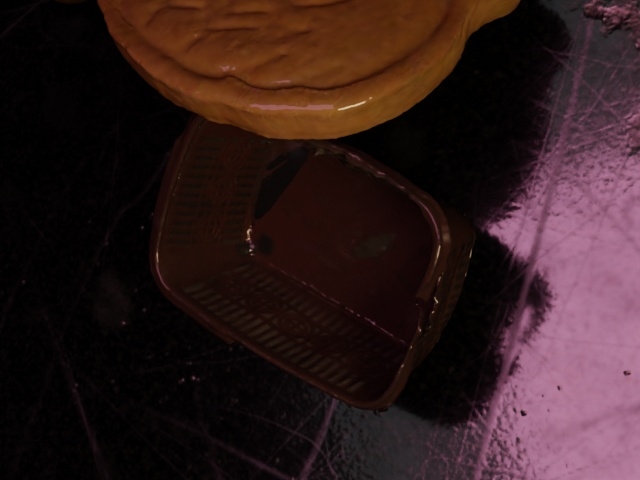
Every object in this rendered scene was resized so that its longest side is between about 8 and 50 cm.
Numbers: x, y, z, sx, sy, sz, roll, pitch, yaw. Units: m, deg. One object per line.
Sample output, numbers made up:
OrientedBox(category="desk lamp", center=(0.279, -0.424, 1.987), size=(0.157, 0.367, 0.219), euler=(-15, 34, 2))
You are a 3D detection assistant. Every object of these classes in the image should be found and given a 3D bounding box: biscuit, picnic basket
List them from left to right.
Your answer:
OrientedBox(category="biscuit", center=(-0.018, -0.245, 1.129), size=(0.365, 0.062, 0.385), euler=(-38, 52, -24))
OrientedBox(category="picnic basket", center=(0.000, 0.000, 1.106), size=(0.297, 0.129, 0.222), euler=(28, 111, 27))

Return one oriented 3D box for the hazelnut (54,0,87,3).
OrientedBox(category="hazelnut", center=(-0.249, -0.367, 1.325), size=(0.212, 0.181, 0.181), euler=(-30, 96, 18))
